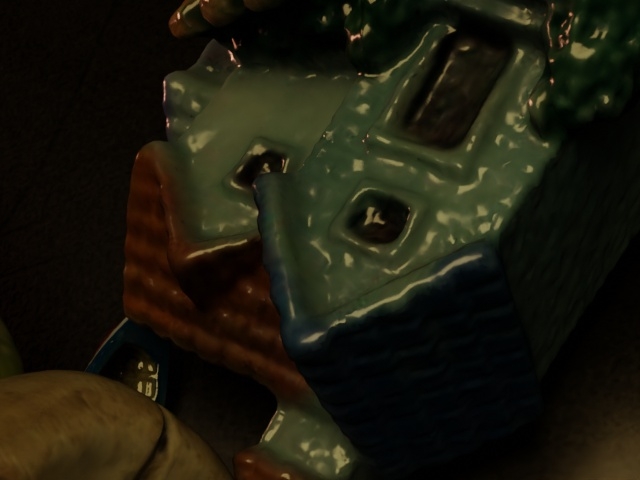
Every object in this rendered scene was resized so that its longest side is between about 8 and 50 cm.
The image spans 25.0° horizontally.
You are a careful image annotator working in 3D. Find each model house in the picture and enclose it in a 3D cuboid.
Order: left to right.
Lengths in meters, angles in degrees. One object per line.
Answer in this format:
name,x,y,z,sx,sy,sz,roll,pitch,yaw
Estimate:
model house,0.000,0.000,0.820,0.294,0.252,0.329,26,74,28

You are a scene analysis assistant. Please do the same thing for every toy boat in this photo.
toy boat,-0.140,0.136,0.871,0.046,0.080,0.229,-18,48,48

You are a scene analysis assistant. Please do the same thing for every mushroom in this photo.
mushroom,-0.104,0.177,0.739,0.195,0.254,0.189,-19,9,38

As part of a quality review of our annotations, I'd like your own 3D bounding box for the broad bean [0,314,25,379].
broad bean,-0.293,0.116,0.889,0.238,0.119,0.291,-30,54,0
